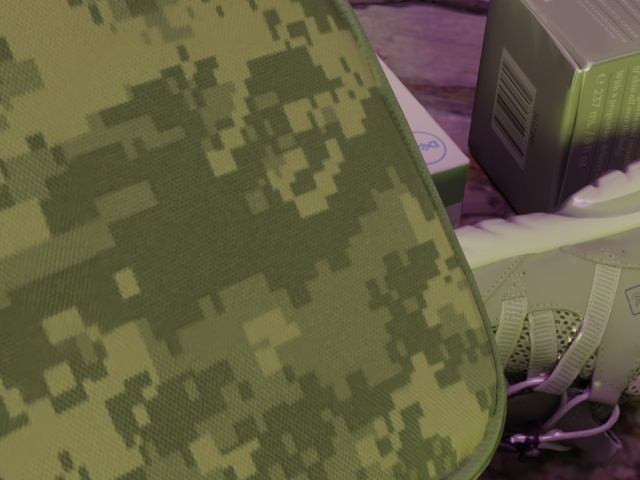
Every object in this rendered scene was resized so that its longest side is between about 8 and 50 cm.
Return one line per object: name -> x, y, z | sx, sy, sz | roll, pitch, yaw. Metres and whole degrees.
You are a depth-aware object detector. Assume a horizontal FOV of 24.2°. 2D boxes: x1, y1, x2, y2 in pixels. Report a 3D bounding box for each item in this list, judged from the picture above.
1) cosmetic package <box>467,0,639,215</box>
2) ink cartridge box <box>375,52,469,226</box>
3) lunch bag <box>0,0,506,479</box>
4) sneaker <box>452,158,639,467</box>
cosmetic package -> 0.208, -0.096, 0.803 | 0.238, 0.127, 0.107 | -14, 45, -16
ink cartridge box -> 0.000, 0.000, 0.738 | 0.171, 0.056, 0.235 | -17, 45, -21
lunch bag -> -0.135, 0.045, 0.449 | 0.305, 0.256, 0.212 | -25, 91, -38
sneaker -> 0.087, 0.051, 0.647 | 0.281, 0.105, 0.115 | -23, 77, -21
